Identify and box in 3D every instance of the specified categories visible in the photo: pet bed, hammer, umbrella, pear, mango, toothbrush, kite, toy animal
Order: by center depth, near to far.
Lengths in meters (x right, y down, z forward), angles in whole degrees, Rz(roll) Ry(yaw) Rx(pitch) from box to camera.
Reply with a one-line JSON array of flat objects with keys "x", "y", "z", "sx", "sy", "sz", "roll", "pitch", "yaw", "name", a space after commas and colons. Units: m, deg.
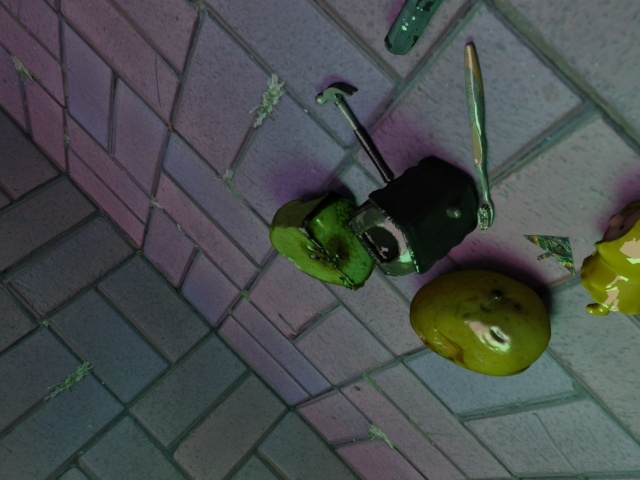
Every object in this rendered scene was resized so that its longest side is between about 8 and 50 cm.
[{"x": 0.172, "y": -0.394, "z": 0.884, "sx": 0.053, "sy": 0.052, "sz": 0.250, "roll": 45, "pitch": 148, "yaw": 4, "name": "umbrella"}, {"x": 0.505, "y": 0.037, "z": 0.886, "sx": 0.156, "sy": 0.156, "sz": 0.229, "roll": 34, "pitch": 147, "yaw": 19, "name": "toy animal"}, {"x": 0.290, "y": -0.174, "z": 1.010, "sx": 0.028, "sy": 0.037, "sz": 0.375, "roll": 13, "pitch": 132, "yaw": 37, "name": "toothbrush"}, {"x": 0.450, "y": 0.020, "z": 1.060, "sx": 0.122, "sy": 0.004, "sz": 0.090, "roll": 43, "pitch": 147, "yaw": 6, "name": "kite"}, {"x": 0.191, "y": -0.045, "z": 1.086, "sx": 0.183, "sy": 0.211, "sz": 0.159, "roll": 56, "pitch": 152, "yaw": -1, "name": "pet bed"}, {"x": 0.089, "y": -0.228, "z": 1.185, "sx": 0.246, "sy": 0.029, "sz": 0.103, "roll": 54, "pitch": 148, "yaw": -14, "name": "hammer"}, {"x": 0.335, "y": 0.179, "z": 1.223, "sx": 0.253, "sy": 0.182, "sz": 0.365, "roll": 50, "pitch": 159, "yaw": -10, "name": "mango"}, {"x": 0.000, "y": 0.000, "z": 1.420, "sx": 0.238, "sy": 0.164, "sz": 0.256, "roll": 49, "pitch": 154, "yaw": -22, "name": "pear"}]
